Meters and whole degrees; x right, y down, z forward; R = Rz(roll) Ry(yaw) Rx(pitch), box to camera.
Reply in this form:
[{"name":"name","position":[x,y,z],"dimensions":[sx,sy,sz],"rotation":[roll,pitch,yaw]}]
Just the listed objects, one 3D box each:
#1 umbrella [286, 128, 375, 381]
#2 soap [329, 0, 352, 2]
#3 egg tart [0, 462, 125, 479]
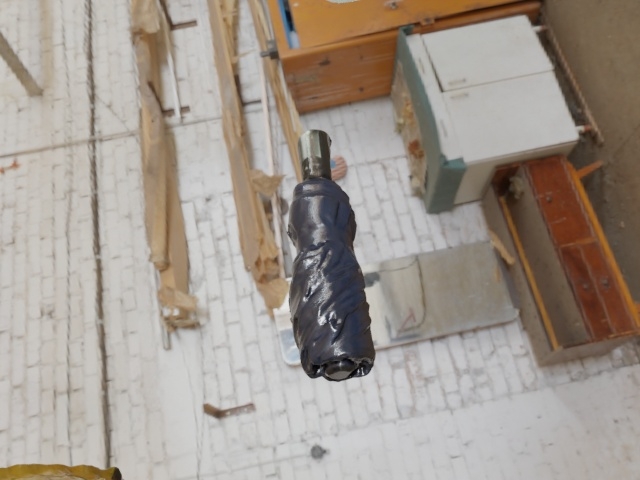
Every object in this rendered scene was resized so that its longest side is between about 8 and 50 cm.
[{"name":"umbrella","position":[-0.004,-0.004,0.469],"dimensions":[0.070,0.071,0.248],"rotation":[82,179,-54]},{"name":"soap","position":[0.051,-0.267,0.380],"dimensions":[0.119,0.067,0.197],"rotation":[22,92,53]},{"name":"egg tart","position":[-0.091,0.193,0.229],"dimensions":[0.203,0.147,0.202],"rotation":[23,-119,-50]}]
